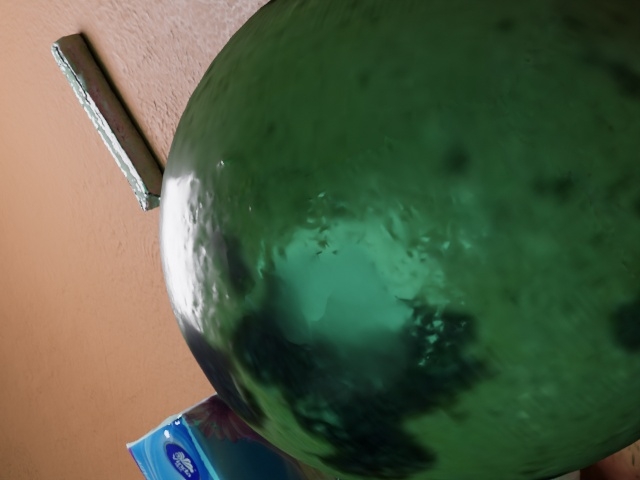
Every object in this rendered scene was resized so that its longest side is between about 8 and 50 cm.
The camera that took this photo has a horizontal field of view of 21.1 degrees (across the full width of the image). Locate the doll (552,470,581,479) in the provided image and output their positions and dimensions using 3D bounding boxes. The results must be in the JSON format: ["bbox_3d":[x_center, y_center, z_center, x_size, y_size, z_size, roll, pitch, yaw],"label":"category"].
[{"bbox_3d":[0.157,0.248,1.403,0.271,0.144,0.208,27,133,47],"label":"doll"}]

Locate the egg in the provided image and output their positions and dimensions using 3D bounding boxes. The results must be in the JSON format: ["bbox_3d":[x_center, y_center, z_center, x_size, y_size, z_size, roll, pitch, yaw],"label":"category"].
[{"bbox_3d":[0.098,-0.021,1.041,0.428,0.345,0.345,-16,103,38],"label":"egg"}]

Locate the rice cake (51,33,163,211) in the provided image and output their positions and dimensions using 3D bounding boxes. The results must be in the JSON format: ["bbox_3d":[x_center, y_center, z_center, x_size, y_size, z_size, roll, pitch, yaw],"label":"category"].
[{"bbox_3d":[-0.216,-0.121,1.782,0.208,0.033,0.033,59,154,2],"label":"rice cake"}]

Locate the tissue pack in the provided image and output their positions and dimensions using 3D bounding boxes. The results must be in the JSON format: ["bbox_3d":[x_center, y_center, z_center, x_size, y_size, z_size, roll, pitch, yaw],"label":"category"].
[{"bbox_3d":[-0.061,0.279,1.780,0.263,0.146,0.198,59,151,3],"label":"tissue pack"}]
